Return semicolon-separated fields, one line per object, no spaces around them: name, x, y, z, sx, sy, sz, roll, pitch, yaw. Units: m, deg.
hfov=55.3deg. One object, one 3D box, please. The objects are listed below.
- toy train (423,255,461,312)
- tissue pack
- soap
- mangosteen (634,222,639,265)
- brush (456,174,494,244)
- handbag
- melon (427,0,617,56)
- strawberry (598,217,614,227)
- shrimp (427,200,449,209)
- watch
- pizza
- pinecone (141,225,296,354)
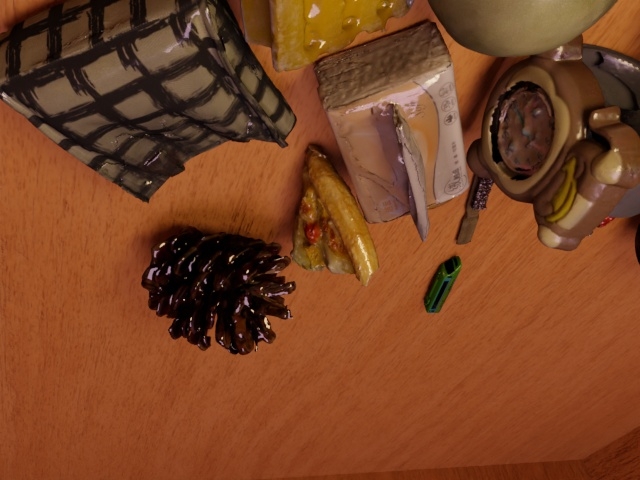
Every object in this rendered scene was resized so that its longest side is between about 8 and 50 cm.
toy train;0.310;0.113;1.571;0.042;0.044;0.209;-2;141;-11
tissue pack;0.140;-0.160;1.033;0.238;0.238;0.305;-17;142;6
soap;0.018;-0.384;0.748;0.259;0.143;0.281;-31;147;-24
mangosteen;0.887;-0.008;1.419;0.297;0.293;0.297;-22;167;-5
brush;0.344;-0.065;1.365;0.043;0.036;0.248;-4;142;-5
handbag;-0.243;-0.220;0.912;0.325;0.162;0.327;-18;150;12
melon;0.253;-0.359;0.759;0.271;0.308;0.272;0;118;0
strawberry;0.633;-0.097;1.371;0.121;0.082;0.188;15;138;-27
shrimp;0.190;-0.096;1.271;0.217;0.051;0.115;-19;136;9
watch;0.471;-0.165;1.024;0.327;0.335;0.314;-3;142;-21
pizza;0.000;0.000;1.197;0.075;0.280;0.288;-19;160;-30
pinecone;-0.195;0.108;1.249;0.296;0.242;0.298;10;159;20
